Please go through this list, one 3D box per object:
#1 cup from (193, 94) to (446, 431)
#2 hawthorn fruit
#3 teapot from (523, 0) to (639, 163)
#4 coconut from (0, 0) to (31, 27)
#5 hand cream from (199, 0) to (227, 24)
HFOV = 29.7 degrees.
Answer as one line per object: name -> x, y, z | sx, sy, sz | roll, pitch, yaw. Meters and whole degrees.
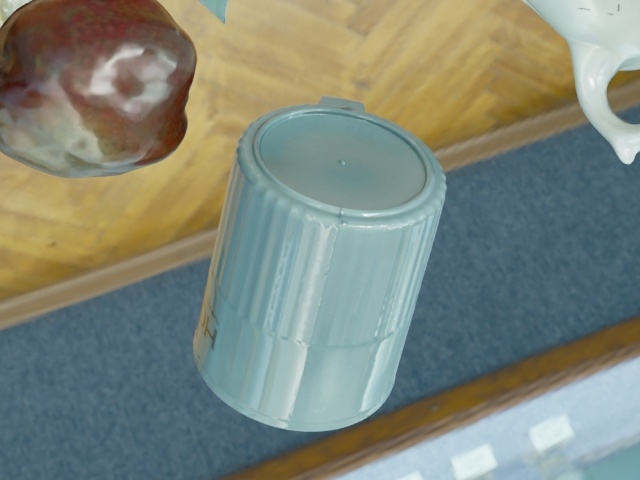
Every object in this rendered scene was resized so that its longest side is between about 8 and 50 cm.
cup -> 0.016, 0.011, 1.455 | 0.331, 0.257, 0.311 | -41, 153, -47
hawthorn fruit -> -0.255, -0.166, 1.225 | 0.248, 0.208, 0.208 | 6, 134, -36
teapot -> 0.187, -0.194, 0.898 | 0.166, 0.299, 0.208 | -33, 147, 11
coconut -> -0.400, -0.318, 1.500 | 0.329, 0.329, 0.329 | -17, 143, -13
hand cream -> -0.228, -0.414, 1.597 | 0.067, 0.321, 0.109 | -32, 153, -27
